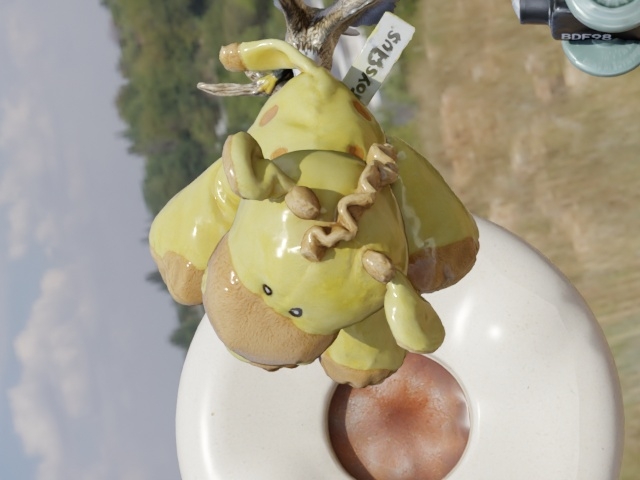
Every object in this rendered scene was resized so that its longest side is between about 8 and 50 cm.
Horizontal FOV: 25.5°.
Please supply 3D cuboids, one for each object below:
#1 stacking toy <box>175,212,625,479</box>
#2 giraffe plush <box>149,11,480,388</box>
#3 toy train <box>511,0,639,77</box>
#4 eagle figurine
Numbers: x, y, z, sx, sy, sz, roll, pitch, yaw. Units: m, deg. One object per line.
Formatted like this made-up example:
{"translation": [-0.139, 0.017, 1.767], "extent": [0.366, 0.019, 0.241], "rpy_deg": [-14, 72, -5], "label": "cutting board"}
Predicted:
{"translation": [0.070, 0.176, 1.293], "extent": [0.480, 0.351, 0.350], "rpy_deg": [76, 179, -79], "label": "stacking toy"}
{"translation": [0.000, 0.000, 0.719], "extent": [0.170, 0.181, 0.210], "rpy_deg": [-84, 8, -68], "label": "giraffe plush"}
{"translation": [0.322, -0.234, 1.127], "extent": [0.142, 0.334, 0.190], "rpy_deg": [59, -146, -72], "label": "toy train"}
{"translation": [-0.010, -0.273, 1.757], "extent": [0.225, 0.226, 0.298], "rpy_deg": [55, 150, 29], "label": "eagle figurine"}
